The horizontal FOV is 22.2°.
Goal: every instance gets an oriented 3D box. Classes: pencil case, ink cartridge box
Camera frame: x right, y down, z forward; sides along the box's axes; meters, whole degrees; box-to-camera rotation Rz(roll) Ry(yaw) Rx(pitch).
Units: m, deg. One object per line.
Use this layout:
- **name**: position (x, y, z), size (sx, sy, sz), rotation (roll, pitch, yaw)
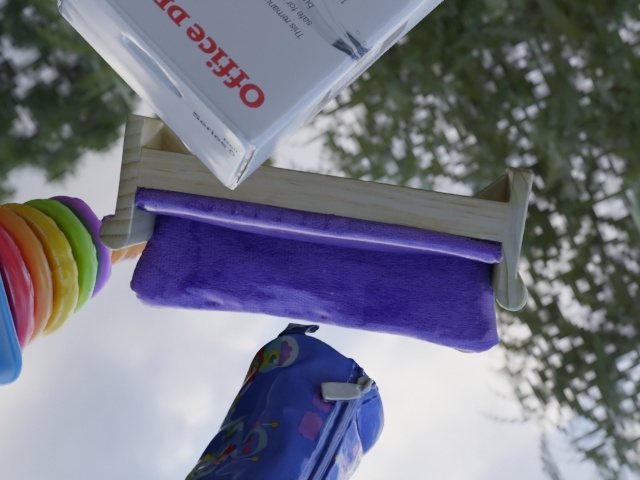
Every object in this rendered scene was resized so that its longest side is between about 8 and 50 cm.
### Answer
- **pencil case**: position (-0.045, 0.191, 1.170), size (0.133, 0.119, 0.306), rotation (-36, -166, 37)
- **ink cartridge box**: position (-0.032, -0.205, 1.221), size (0.273, 0.198, 0.115), rotation (-43, 177, -19)

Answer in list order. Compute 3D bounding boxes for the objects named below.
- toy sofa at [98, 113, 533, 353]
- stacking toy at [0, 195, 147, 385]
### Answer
- **toy sofa**: position (0.000, 0.000, 1.424), size (0.362, 0.177, 0.150), rotation (9, -177, 3)
- **stacking toy**: position (-0.257, 0.019, 1.536), size (0.175, 0.166, 0.302), rotation (-7, -170, 42)
